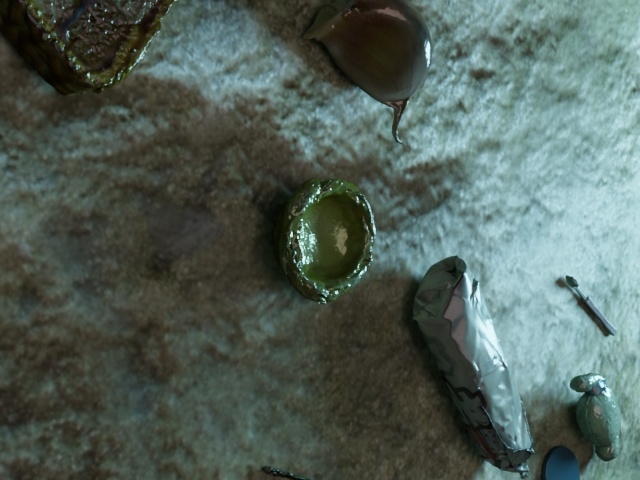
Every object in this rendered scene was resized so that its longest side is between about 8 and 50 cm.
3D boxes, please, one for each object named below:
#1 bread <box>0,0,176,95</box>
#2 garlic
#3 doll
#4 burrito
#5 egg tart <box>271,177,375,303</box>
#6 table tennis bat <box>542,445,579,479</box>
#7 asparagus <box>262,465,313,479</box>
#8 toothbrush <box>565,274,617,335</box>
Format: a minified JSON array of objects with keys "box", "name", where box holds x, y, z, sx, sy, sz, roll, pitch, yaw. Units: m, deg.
[{"box":[-0.283,-0.299,1.294,0.181,0.096,0.222,47,60,-30],"name":"bread"},{"box":[0.111,-0.287,1.636,0.266,0.148,0.128,49,24,-24],"name":"garlic"},{"box":[0.532,0.331,2.002,0.103,0.071,0.214,-46,121,-29],"name":"doll"},{"box":[0.270,0.242,1.760,0.139,0.101,0.445,-46,119,-47],"name":"burrito"},{"box":[0.000,0.000,1.548,0.197,0.078,0.197,-3,94,-41],"name":"egg tart"},{"box":[0.460,0.459,1.978,0.100,0.019,0.155,-38,112,-34],"name":"table tennis bat"},{"box":[-0.026,0.360,1.568,0.166,0.013,0.016,30,61,-37],"name":"asparagus"},{"box":[0.524,0.125,2.032,0.194,0.017,0.014,46,68,-34],"name":"toothbrush"}]
